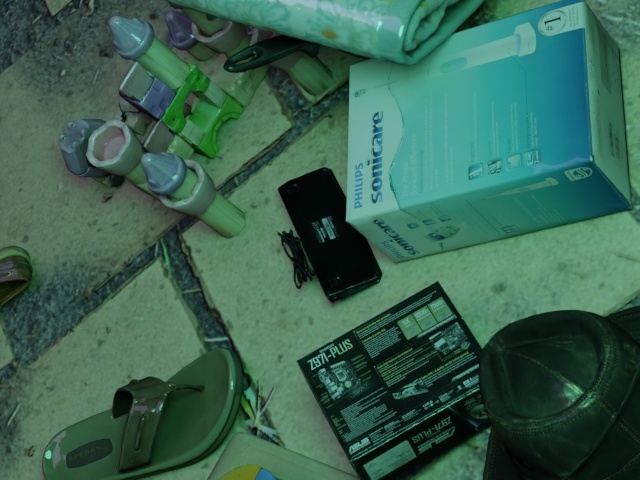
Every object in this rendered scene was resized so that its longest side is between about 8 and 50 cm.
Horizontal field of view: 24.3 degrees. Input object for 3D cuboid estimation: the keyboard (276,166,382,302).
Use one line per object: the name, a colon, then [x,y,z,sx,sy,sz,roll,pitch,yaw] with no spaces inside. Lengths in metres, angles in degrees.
keyboard: [0.000,0.000,1.796,0.100,0.038,0.192,-20,51,-5]

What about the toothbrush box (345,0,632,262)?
toothbrush box: [0.183,-0.120,1.669,0.296,0.126,0.216,-14,58,26]

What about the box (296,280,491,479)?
box: [0.089,0.155,1.588,0.180,0.077,0.147,-30,51,-2]

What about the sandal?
sandal: [-0.220,0.223,1.774,0.303,0.086,0.120,-29,53,18]

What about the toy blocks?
toy blocks: [-0.208,-0.202,1.884,0.309,0.260,0.288,25,81,39]

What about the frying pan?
frying pan: [0.041,-0.245,1.789,0.197,0.053,0.326,21,46,14]

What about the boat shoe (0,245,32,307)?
boat shoe: [-0.469,0.078,2.031,0.178,0.064,0.060,-34,50,10]

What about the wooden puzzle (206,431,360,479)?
wooden puzzle: [-0.056,0.376,1.562,0.348,0.080,0.322,14,66,38]

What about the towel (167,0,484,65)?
towel: [0.035,-0.324,1.752,0.321,0.090,0.374,15,33,24]

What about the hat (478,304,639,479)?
hat: [0.221,0.145,1.365,0.331,0.134,0.331,-42,22,22]
